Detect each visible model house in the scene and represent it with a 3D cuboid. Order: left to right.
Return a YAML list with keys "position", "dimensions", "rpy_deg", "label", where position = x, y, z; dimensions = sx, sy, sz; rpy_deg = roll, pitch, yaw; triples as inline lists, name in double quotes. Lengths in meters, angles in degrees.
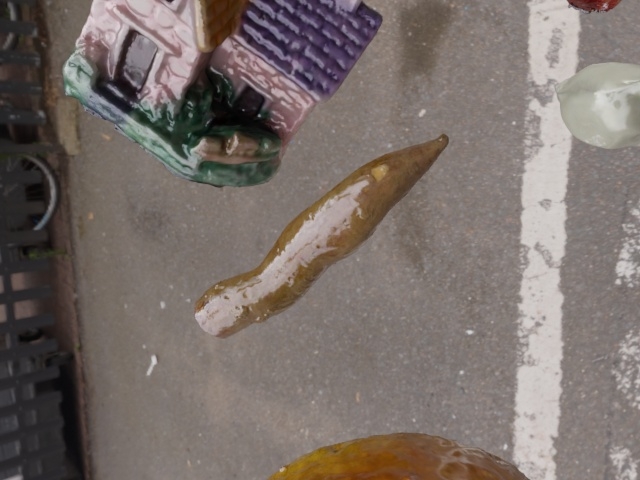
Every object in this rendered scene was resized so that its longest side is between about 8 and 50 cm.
- position: [-0.085, -0.208, 0.529]
  dimensions: [0.237, 0.202, 0.237]
  rpy_deg: [36, 135, -7]
  label: "model house"

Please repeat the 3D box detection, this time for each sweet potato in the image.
- position: [0.000, 0.000, 0.499]
  dimensions: [0.281, 0.067, 0.059]
  rpy_deg: [-38, 55, 21]
  label: "sweet potato"

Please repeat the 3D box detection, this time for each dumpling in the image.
- position: [0.492, -0.220, 0.920]
  dimensions: [0.162, 0.132, 0.250]
  rpy_deg: [50, 174, -25]
  label: "dumpling"

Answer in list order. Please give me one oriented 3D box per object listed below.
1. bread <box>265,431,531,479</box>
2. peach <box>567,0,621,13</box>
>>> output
- position: [0.042, 0.270, 0.334]
  dimensions: [0.312, 0.172, 0.312]
  rpy_deg: [1, 108, 4]
  label: "bread"
- position: [0.346, -0.339, 0.692]
  dimensions: [0.098, 0.061, 0.098]
  rpy_deg: [-1, 87, 24]
  label: "peach"
